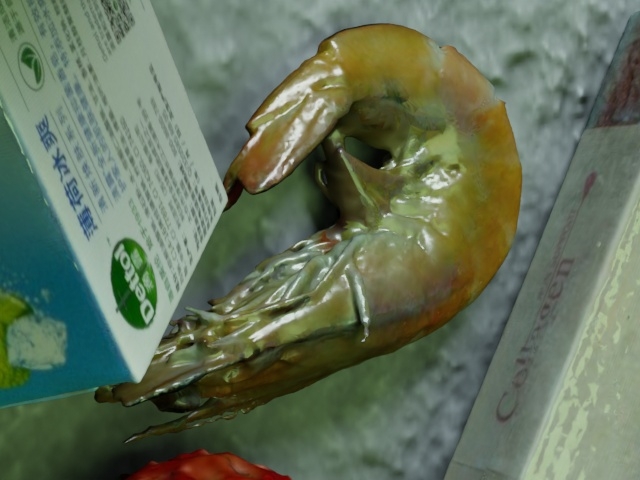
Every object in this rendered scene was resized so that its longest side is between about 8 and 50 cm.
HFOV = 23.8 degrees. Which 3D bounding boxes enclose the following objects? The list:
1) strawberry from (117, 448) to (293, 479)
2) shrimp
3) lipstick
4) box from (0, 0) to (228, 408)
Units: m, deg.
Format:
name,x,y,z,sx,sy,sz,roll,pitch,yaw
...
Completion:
name,x,y,z,sx,sy,sz,roll,pitch,yaw
strawberry,-0.020,0.204,0.602,0.205,0.244,0.205,-11,110,-32
shrimp,0.000,0.000,0.674,0.248,0.068,0.150,-39,114,-29
lipstick,0.133,0.066,0.741,0.079,0.076,0.372,26,82,-20
box,-0.110,-0.058,0.538,0.139,0.073,0.194,-68,143,-58
